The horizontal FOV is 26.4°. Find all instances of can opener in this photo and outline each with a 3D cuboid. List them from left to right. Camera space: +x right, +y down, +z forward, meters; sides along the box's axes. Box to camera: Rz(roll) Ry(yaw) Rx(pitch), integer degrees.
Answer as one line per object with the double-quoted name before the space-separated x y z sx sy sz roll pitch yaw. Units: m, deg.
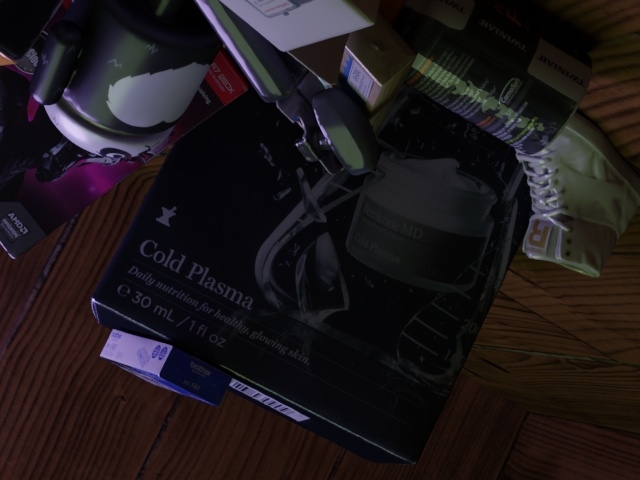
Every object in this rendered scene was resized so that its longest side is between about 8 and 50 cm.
"can opener" -0.032 -0.188 1.447 0.093 0.074 0.280 -17 121 41

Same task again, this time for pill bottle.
"pill bottle" 0.160 -0.205 1.482 0.245 0.130 0.130 29 169 -11

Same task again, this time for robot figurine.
"robot figurine" -0.206 -0.217 1.531 0.209 0.173 0.278 19 131 -20

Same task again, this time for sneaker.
"sneaker" 0.300 -0.060 1.746 0.292 0.169 0.108 36 167 -35

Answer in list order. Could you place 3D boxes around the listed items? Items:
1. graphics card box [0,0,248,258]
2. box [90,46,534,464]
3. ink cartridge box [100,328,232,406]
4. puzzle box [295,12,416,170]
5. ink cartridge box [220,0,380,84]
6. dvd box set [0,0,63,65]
"graphics card box" -0.303 -0.178 1.698 0.233 0.371 0.094 55 -179 -15
"box" 0.000 0.000 1.909 0.480 0.472 0.297 27 168 -3
"ink cartridge box" -0.207 0.166 1.800 0.097 0.046 0.207 32 167 -28
"puzzle box" -0.028 -0.234 1.552 0.272 0.052 0.409 48 170 4
"ink cartridge box" -0.038 -0.313 1.200 0.119 0.207 0.353 -10 147 40
"dvd box set" -0.364 -0.335 1.616 0.062 0.307 0.420 39 164 -28
